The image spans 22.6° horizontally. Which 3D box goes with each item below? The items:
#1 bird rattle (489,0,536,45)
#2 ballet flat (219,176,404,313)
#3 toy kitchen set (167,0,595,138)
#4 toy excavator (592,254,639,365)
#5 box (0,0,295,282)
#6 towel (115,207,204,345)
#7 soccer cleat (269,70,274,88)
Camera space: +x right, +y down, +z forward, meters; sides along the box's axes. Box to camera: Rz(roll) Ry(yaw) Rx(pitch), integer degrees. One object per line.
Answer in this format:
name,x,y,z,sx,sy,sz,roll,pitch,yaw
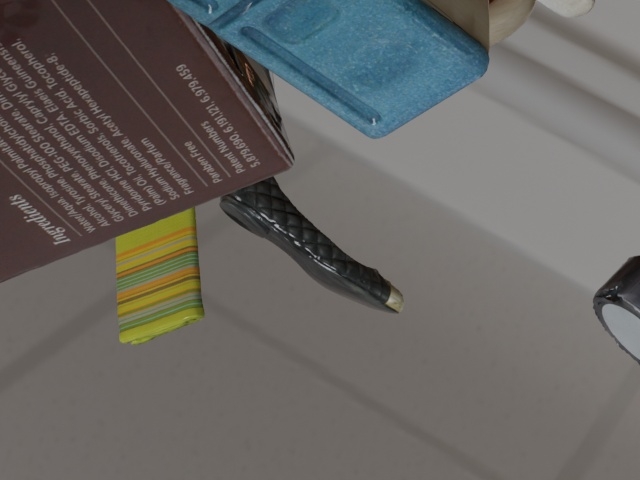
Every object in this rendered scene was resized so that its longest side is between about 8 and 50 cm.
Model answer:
bird rattle,0.104,-0.242,1.541,0.207,0.143,0.253,-1,-141,13
ballet flat,0.000,0.000,1.208,0.173,0.057,0.049,37,-107,-18
toy kitchen set,0.044,-0.068,0.403,0.122,0.207,0.166,32,-136,-32
toy excavator,0.423,0.030,1.276,0.222,0.433,0.445,-41,-158,-16
box,-0.143,-0.096,0.641,0.203,0.167,0.168,-21,-121,9
towel,-0.151,-0.026,1.498,0.021,0.102,0.237,19,-120,-48
soccer cleat,-0.124,-0.098,0.996,0.196,0.076,0.068,-2,-125,17
